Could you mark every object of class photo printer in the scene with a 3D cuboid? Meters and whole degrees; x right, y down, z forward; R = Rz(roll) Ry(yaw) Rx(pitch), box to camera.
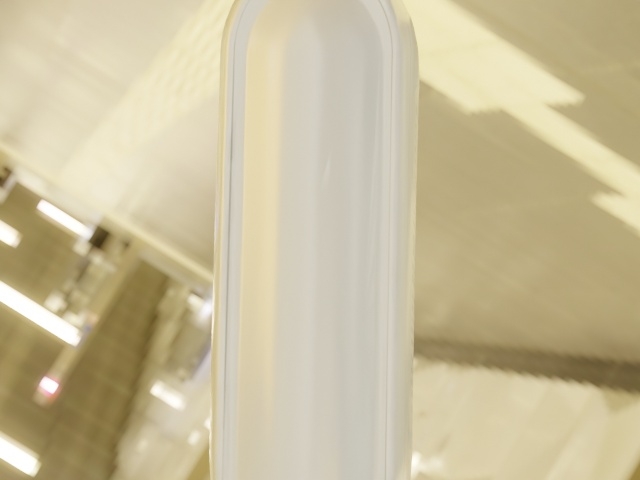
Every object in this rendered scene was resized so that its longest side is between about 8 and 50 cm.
[{"bbox_3d":[0.000,0.000,1.022,0.107,0.307,0.256,1,174,3],"label":"photo printer"}]
